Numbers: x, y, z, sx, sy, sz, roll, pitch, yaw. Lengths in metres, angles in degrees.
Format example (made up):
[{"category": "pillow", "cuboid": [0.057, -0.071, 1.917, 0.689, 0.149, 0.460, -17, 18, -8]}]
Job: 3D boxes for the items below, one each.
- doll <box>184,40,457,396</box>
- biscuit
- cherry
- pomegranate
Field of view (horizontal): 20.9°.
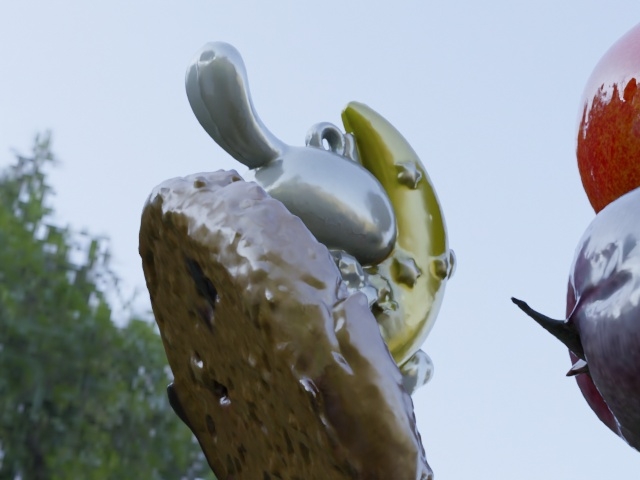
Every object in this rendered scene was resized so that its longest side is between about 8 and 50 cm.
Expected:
[{"category": "doll", "cuboid": [0.000, 0.000, 1.249, 0.252, 0.237, 0.111, 16, -16, -35]}, {"category": "biscuit", "cuboid": [-0.014, 0.087, 0.964, 0.075, 0.296, 0.296, -26, -41, -19]}, {"category": "cherry", "cuboid": [0.249, 0.048, 1.087, 0.266, 0.183, 0.213, -6, -2, 2]}, {"category": "pomegranate", "cuboid": [0.318, -0.074, 1.325, 0.257, 0.221, 0.221, 18, -35, 33]}]
